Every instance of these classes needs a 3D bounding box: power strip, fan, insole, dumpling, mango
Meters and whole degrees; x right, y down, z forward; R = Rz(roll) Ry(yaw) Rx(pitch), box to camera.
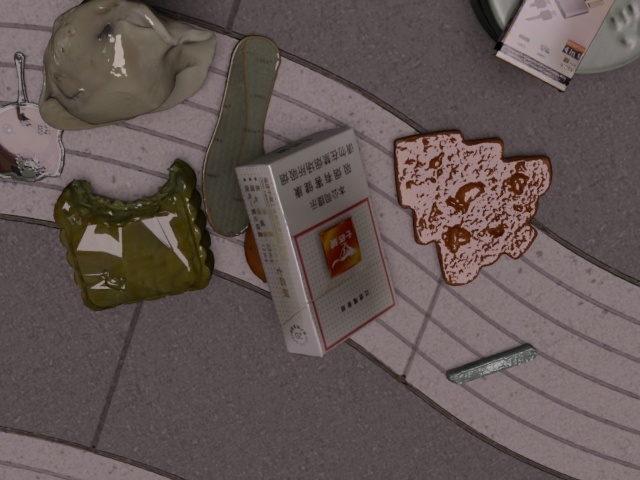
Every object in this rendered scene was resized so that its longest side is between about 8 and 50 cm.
[{"bbox_3d":[0.399,-0.435,1.571,0.357,0.161,0.357,-1,104,-3],"label":"power strip"},{"bbox_3d":[-0.498,-0.206,1.652,0.132,0.009,0.220,-3,106,-6],"label":"fan"},{"bbox_3d":[-0.133,-0.173,1.667,0.119,0.009,0.348,7,103,-24],"label":"insole"},{"bbox_3d":[-0.307,-0.287,1.578,0.243,0.187,0.318,7,151,-41],"label":"dumpling"},{"bbox_3d":[-0.079,-0.004,1.693,0.105,0.084,0.159,7,84,-12],"label":"mango"}]

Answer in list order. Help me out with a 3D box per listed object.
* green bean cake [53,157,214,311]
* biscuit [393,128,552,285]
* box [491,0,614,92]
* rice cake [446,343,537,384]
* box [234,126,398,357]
[{"bbox_3d":[-0.310,-0.008,1.655,0.236,0.124,0.233,-13,104,0],"label":"green bean cake"},{"bbox_3d":[0.249,-0.083,1.714,0.306,0.043,0.284,38,100,-10],"label":"biscuit"},{"bbox_3d":[0.373,-0.363,1.490,0.129,0.033,0.247,25,103,-8],"label":"box"},{"bbox_3d":[0.313,0.228,1.802,0.171,0.033,0.029,-18,104,1],"label":"rice cake"},{"bbox_3d":[0.000,0.000,1.637,0.210,0.095,0.330,-28,111,-41],"label":"box"}]
